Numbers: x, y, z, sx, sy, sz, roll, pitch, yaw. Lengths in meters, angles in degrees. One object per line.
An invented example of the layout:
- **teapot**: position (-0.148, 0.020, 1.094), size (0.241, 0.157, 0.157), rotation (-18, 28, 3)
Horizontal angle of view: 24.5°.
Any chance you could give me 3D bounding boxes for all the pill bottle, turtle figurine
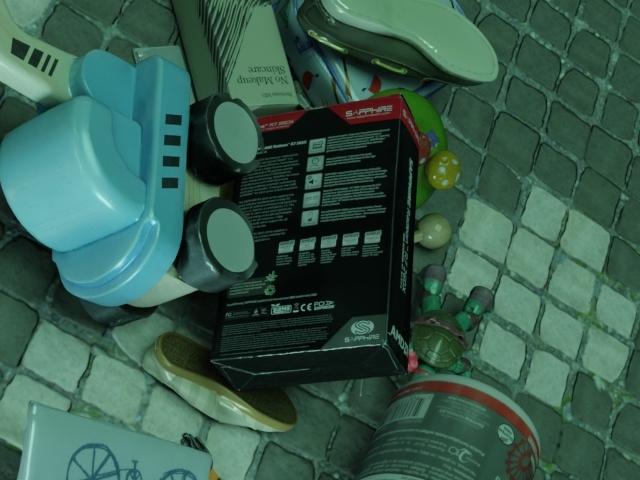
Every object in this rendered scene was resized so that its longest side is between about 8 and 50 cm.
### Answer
- **pill bottle**: position (0.126, 0.359, 1.816), size (0.210, 0.210, 0.363), rotation (39, 49, -11)
- **turtle figurine**: position (0.152, 0.144, 2.007), size (0.175, 0.118, 0.234), rotation (38, 51, -11)

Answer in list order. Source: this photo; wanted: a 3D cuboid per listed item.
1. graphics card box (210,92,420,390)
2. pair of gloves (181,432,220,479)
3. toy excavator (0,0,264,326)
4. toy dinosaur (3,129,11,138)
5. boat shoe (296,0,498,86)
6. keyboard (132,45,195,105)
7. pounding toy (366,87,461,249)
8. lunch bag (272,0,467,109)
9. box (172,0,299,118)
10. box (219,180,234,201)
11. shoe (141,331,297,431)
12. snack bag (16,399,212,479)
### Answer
- **graphics card box**: position (0.000, 0.000, 1.860), size (0.094, 0.233, 0.370), rotation (58, 30, -51)
- **pair of gloves**: position (-0.168, 0.283, 1.823), size (0.083, 0.010, 0.074), rotation (-31, 88, -36)
- **toy excavator**: position (-0.293, -0.158, 1.717), size (0.445, 0.222, 0.432), rotation (26, 55, -44)
- **toy dinosaur**: position (-0.357, -0.073, 1.840), size (0.211, 0.064, 0.112), rotation (44, 74, 3)
- **boat shoe**: position (0.110, -0.281, 2.034), size (0.305, 0.091, 0.109), rotation (19, 56, -29)
- **keyboard**: position (-0.189, -0.145, 1.986), size (0.072, 0.014, 0.256), rotation (-7, 74, -37)
- **pounding toy**: position (0.130, -0.088, 2.031), size (0.183, 0.110, 0.236), rotation (-12, 107, -35)
- **lunch bag**: position (0.076, -0.286, 2.134), size (0.303, 0.115, 0.243), rotation (-32, 94, -34)
- **box**: position (-0.127, -0.291, 2.029), size (0.113, 0.094, 0.275), rotation (-8, 74, -33)
- **box**: position (-0.128, -0.027, 1.953), size (0.164, 0.021, 0.201), rotation (6, 66, -38)
- **shoe**: position (-0.127, 0.185, 1.865), size (0.219, 0.058, 0.076), rotation (32, 38, -20)
- **snack bag**: position (-0.241, 0.375, 1.639), size (0.323, 0.037, 0.342), rotation (28, 64, -53)
